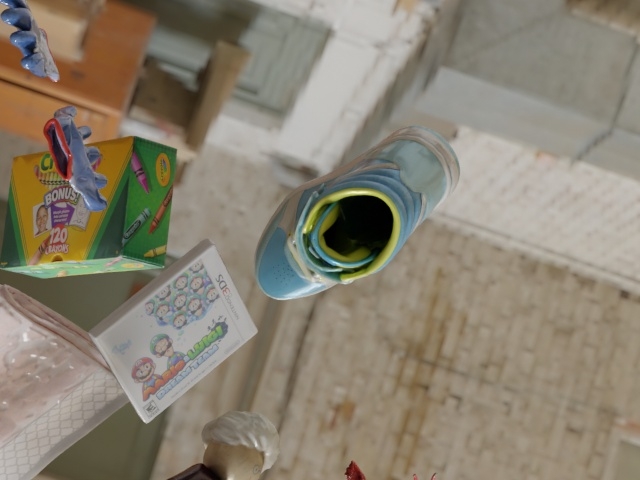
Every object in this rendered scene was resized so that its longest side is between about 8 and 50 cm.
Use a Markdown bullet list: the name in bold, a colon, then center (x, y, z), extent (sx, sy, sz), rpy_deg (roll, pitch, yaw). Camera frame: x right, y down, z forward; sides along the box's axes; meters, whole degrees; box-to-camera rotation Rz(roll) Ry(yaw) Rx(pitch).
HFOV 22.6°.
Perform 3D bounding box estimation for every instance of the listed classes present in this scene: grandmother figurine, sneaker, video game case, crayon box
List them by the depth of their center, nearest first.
- **video game case**: center (-0.148, 0.094, 1.650), extent (0.157, 0.019, 0.143), rpy_deg (-39, 135, -16)
- **grandmother figurine**: center (-0.164, 0.329, 1.791), extent (0.342, 0.104, 0.208), rpy_deg (-50, 170, -26)
- **sneaker**: center (0.000, 0.000, 1.829), extent (0.319, 0.127, 0.208), rpy_deg (-40, -177, 36)
- **crayon box**: center (-0.320, -0.042, 2.189), extent (0.278, 0.081, 0.165), rpy_deg (-6, -105, 44)

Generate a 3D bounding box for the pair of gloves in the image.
- **pair of gloves**: center (-0.212, -0.119, 1.277), extent (0.159, 0.023, 0.198), rpy_deg (81, -11, -87)

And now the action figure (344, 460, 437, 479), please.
- **action figure**: center (0.007, 0.258, 1.486), extent (0.091, 0.280, 0.139), rpy_deg (-109, -157, -74)

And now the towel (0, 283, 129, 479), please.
- **towel**: center (-0.384, 0.200, 1.707), extent (0.332, 0.053, 0.317), rpy_deg (-38, 150, 5)
